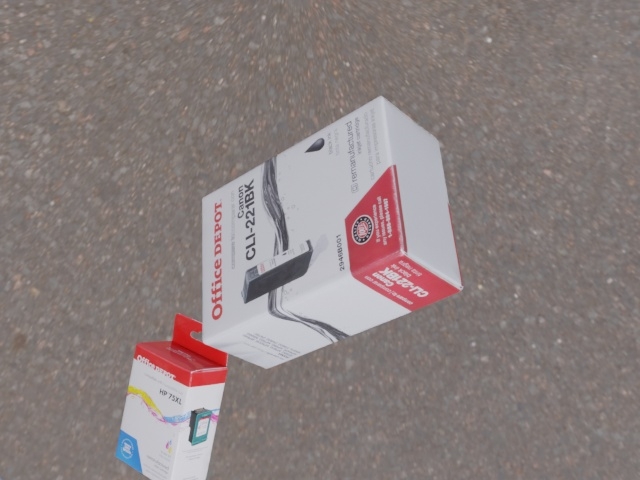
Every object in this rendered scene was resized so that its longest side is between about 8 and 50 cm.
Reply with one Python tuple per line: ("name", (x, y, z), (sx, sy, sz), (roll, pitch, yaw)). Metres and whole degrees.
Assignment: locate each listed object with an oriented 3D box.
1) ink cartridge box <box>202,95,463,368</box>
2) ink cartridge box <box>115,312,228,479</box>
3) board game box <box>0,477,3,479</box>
("ink cartridge box", (0.000, 0.000, 0.988), (0.272, 0.197, 0.114), (-27, 142, 32))
("ink cartridge box", (-0.221, 0.237, 1.359), (0.134, 0.078, 0.231), (17, 99, 38))
("board game box", (-0.312, 0.245, 0.788), (0.168, 0.133, 0.033), (28, 121, 23))
